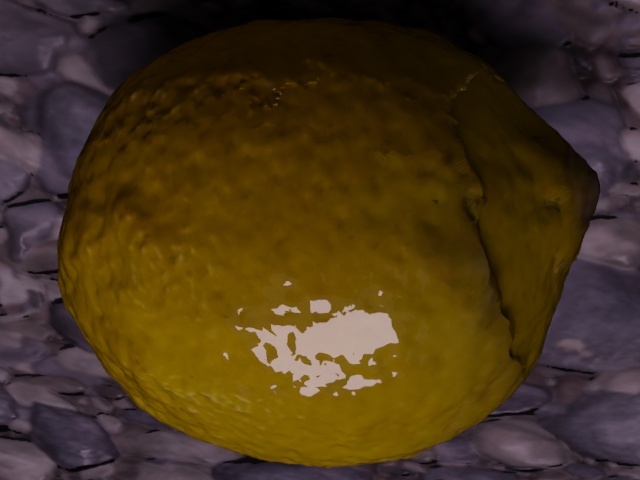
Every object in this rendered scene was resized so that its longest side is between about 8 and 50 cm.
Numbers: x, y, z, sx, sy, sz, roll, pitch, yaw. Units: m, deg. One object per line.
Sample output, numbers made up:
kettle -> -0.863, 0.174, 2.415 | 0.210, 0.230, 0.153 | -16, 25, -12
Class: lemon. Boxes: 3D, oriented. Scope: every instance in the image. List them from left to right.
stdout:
lemon -> -0.003, -0.001, 0.757 | 0.193, 0.180, 0.180 | 20, 145, -3
